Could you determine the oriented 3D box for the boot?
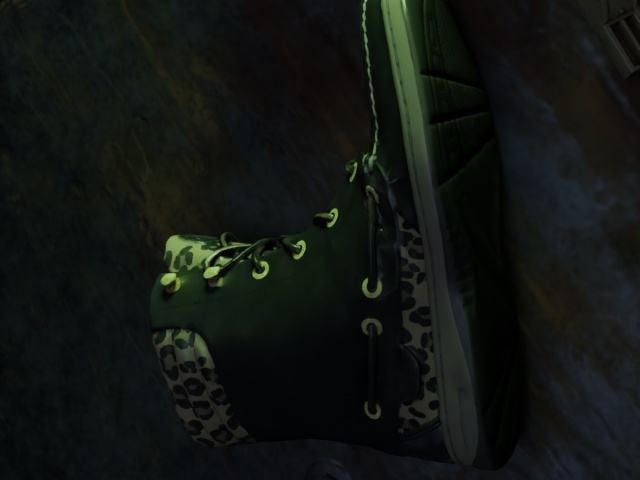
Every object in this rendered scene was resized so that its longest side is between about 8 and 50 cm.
[{"bbox_3d":[0.000,0.000,0.985,0.284,0.138,0.377,-7,98,29],"label":"boot"}]

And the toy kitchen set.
[{"bbox_3d":[0.237,-0.173,0.873,0.068,0.083,0.075,-27,81,-14],"label":"toy kitchen set"}]
